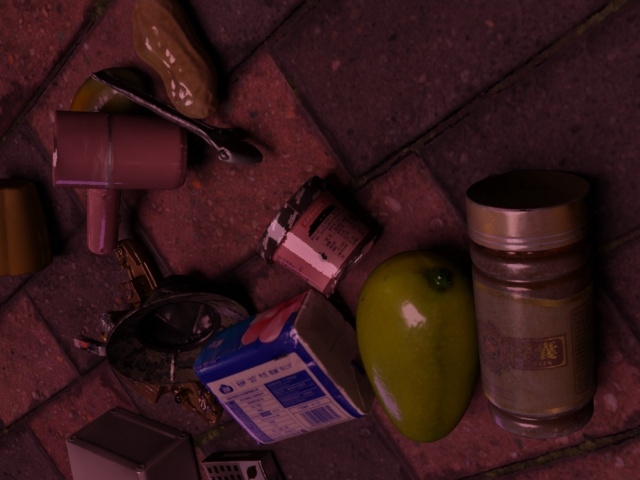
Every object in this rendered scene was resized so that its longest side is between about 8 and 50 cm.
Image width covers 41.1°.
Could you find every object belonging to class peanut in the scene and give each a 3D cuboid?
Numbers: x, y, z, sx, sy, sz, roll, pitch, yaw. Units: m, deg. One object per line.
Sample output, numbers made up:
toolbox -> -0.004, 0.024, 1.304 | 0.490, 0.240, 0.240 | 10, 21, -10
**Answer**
peanut -> -0.226, -0.289, 1.333 | 0.090, 0.098, 0.214 | -26, 97, 45

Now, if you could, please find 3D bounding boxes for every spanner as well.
spanner -> -0.231, -0.198, 1.366 | 0.325, 0.093, 0.026 | 27, 121, 12

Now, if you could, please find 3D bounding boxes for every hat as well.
hat -> -0.260, 0.140, 1.553 | 0.128, 0.265, 0.265 | -108, 32, -43

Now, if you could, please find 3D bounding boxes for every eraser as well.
eraser -> -0.506, 0.233, 1.880 | 0.099, 0.019, 0.027 | 12, 120, 34

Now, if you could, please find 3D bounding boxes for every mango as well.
mango -> 0.141, 0.164, 1.242 | 0.192, 0.156, 0.343 | 32, 136, 40
mango -> -0.369, -0.223, 1.484 | 0.194, 0.092, 0.130 | -34, 88, 38

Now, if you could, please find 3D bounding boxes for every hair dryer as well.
hair dryer -> -0.355, -0.083, 1.492 | 0.352, 0.210, 0.125 | 112, 154, -53

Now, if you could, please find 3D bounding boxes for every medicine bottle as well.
medicine bottle -> 0.275, 0.084, 1.097 | 0.151, 0.151, 0.322 | 7, 116, 36

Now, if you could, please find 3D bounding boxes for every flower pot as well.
flower pot -> -0.656, -0.033, 1.759 | 0.195, 0.195, 0.179 | 11, 106, 34

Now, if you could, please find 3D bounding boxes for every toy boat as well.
toy boat -> -0.316, 0.252, 1.674 | 0.321, 0.121, 0.089 | 36, 124, 19
toy boat -> -0.344, 0.094, 1.643 | 0.064, 0.072, 0.206 | -12, 104, 43

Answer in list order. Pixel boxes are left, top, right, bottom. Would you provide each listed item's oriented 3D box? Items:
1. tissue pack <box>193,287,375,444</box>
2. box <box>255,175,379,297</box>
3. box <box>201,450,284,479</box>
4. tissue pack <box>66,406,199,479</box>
tissue pack -> -0.054, 0.216, 1.431 | 0.269, 0.137, 0.209 | -28, 107, 40
box -> 0.000, 0.000, 1.277 | 0.135, 0.151, 0.151 | 37, 131, 7
box -> -0.109, 0.577, 1.730 | 0.180, 0.047, 0.325 | -14, 104, 41
tissue pack -> -0.405, 0.479, 1.836 | 0.246, 0.159, 0.136 | 11, 118, 34
